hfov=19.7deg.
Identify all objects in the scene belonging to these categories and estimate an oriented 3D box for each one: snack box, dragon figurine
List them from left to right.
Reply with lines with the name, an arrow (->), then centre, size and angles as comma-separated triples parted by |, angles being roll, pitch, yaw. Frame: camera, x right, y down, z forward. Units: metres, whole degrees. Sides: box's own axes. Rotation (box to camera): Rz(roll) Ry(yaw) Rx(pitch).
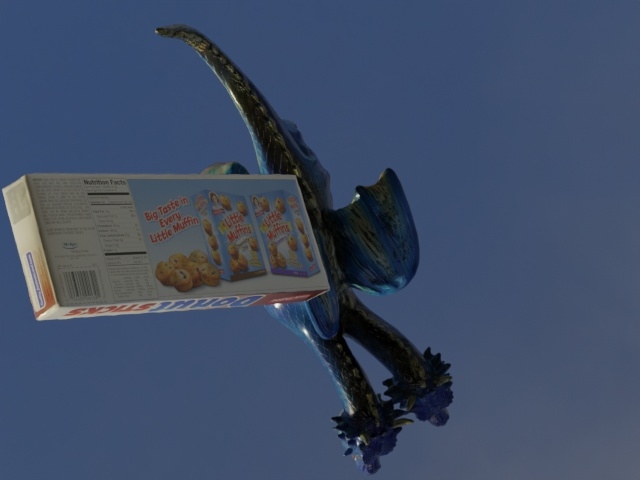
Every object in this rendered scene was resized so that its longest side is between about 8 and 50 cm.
snack box -> -0.068, 0.001, 0.877 | 0.022, 0.178, 0.064 | -29, -107, 39
dragon figurine -> 0.000, 0.000, 1.053 | 0.085, 0.289, 0.144 | -32, -141, -24
